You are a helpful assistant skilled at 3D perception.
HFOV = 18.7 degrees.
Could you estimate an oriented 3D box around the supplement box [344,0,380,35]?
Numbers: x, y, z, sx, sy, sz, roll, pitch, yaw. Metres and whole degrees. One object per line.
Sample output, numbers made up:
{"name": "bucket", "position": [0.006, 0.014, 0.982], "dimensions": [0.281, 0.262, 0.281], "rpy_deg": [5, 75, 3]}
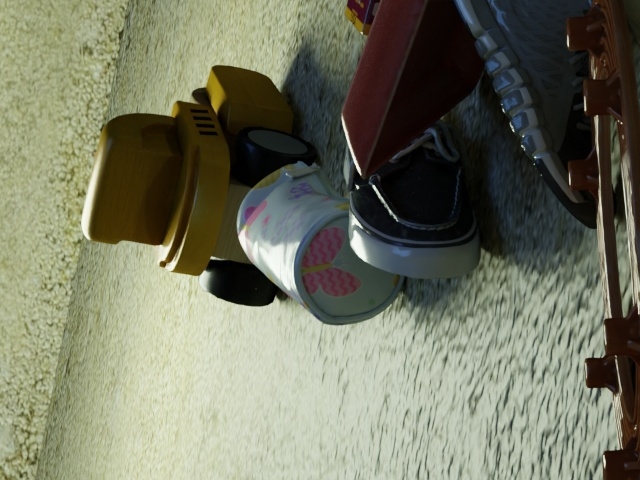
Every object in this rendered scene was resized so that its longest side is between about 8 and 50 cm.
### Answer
{"name": "supplement box", "position": [0.101, -0.275, 1.773], "dimensions": [0.081, 0.104, 0.188], "rpy_deg": [-121, 44, -67]}

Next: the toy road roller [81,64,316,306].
{"name": "toy road roller", "position": [-0.159, -0.080, 2.293], "dimensions": [0.329, 0.241, 0.202], "rpy_deg": [-116, 39, -64]}

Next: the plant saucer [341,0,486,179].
{"name": "plant saucer", "position": [0.105, -0.205, 1.576], "dimensions": [0.258, 0.048, 0.259], "rpy_deg": [-40, -27, -57]}

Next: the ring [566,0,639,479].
{"name": "ring", "position": [0.180, 0.005, 1.218], "dimensions": [0.336, 0.032, 0.336], "rpy_deg": [-3, -90, -85]}

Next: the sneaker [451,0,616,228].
{"name": "sneaker", "position": [0.193, -0.132, 1.417], "dimensions": [0.228, 0.132, 0.086], "rpy_deg": [65, -166, 15]}

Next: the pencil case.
{"name": "pencil case", "position": [0.000, 0.000, 1.936], "dimensions": [0.124, 0.113, 0.273], "rpy_deg": [-58, 18, 3]}

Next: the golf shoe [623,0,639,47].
{"name": "golf shoe", "position": [0.259, -0.117, 1.161], "dimensions": [0.140, 0.115, 0.306], "rpy_deg": [-34, 55, 57]}

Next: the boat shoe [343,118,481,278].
{"name": "boat shoe", "position": [0.079, -0.066, 1.707], "dimensions": [0.306, 0.113, 0.105], "rpy_deg": [-93, 5, -65]}
